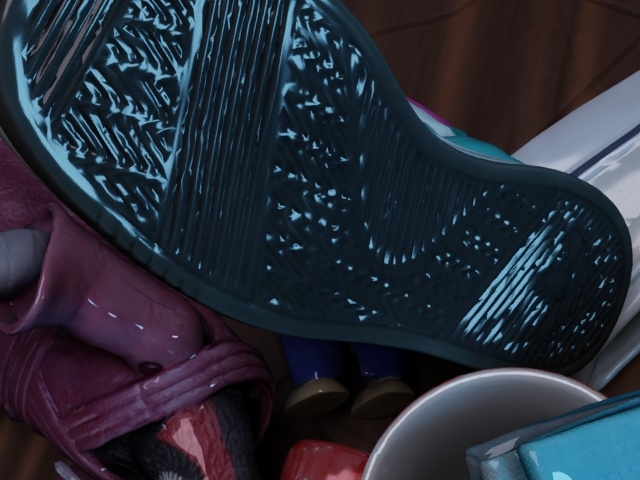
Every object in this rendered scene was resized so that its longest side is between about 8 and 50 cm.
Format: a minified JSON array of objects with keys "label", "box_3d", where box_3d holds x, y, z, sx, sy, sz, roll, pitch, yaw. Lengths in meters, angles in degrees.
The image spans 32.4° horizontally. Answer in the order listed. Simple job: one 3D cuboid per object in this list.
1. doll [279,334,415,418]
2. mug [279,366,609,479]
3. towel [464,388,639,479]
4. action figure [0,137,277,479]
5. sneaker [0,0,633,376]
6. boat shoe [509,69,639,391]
[{"label":"doll","box_3d":[0.000,0.000,0.599,0.129,0.046,0.188,5,60,-22]},{"label":"mug","box_3d":[0.075,0.123,0.460,0.113,0.169,0.150,-42,60,-7]},{"label":"towel","box_3d":[0.234,0.179,0.297,0.272,0.040,0.370,-19,65,-5]},{"label":"action figure","box_3d":[-0.126,0.049,0.575,0.370,0.248,0.276,35,50,28]},{"label":"sneaker","box_3d":[-0.024,-0.035,0.438,0.178,0.296,0.123,19,85,49]},{"label":"boat shoe","box_3d":[0.246,-0.048,0.522,0.367,0.136,0.156,-35,60,0]}]
